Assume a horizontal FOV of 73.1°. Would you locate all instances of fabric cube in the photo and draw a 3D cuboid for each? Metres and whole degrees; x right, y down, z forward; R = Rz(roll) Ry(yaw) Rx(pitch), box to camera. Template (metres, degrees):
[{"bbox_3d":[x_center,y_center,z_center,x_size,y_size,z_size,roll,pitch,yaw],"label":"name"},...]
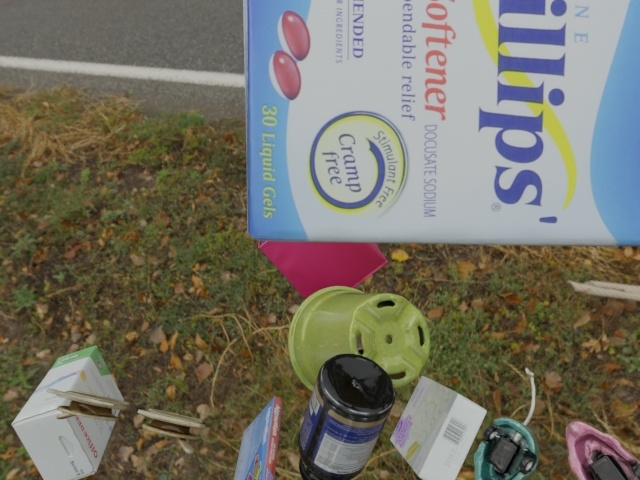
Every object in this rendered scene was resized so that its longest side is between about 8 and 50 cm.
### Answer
[{"bbox_3d":[0.000,0.000,1.258,0.254,0.258,0.259,-38,17,7],"label":"fabric cube"}]

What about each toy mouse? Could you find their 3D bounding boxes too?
[{"bbox_3d":[0.167,0.164,0.301,0.161,0.031,0.143,-32,47,40],"label":"toy mouse"}]

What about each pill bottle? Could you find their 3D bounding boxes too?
[{"bbox_3d":[0.032,0.302,0.697,0.122,0.219,0.123,12,29,-7],"label":"pill bottle"}]

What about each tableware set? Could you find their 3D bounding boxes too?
[{"bbox_3d":[-0.250,0.237,0.567,0.194,0.128,0.039,17,67,-8],"label":"tableware set"}]

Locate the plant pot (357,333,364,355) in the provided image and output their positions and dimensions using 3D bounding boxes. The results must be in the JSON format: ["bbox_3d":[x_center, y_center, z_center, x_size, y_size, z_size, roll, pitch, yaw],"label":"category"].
[{"bbox_3d":[0.131,0.393,1.465,0.166,0.167,0.165,-12,19,-3],"label":"plant pot"}]

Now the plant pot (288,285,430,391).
[{"bbox_3d":[0.095,0.218,0.945,0.275,0.254,0.276,5,74,-19],"label":"plant pot"}]

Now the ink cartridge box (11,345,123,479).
[{"bbox_3d":[-0.483,0.336,0.851,0.093,0.155,0.212,-17,20,-8],"label":"ink cartridge box"}]

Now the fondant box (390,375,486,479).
[{"bbox_3d":[0.334,0.553,1.280,0.096,0.330,0.238,30,80,2],"label":"fondant box"}]

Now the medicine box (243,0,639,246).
[{"bbox_3d":[0.096,-0.130,0.368,0.289,0.264,0.149,0,2,15],"label":"medicine box"}]

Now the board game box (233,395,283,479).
[{"bbox_3d":[-0.135,0.470,0.880,0.027,0.145,0.281,31,22,-13],"label":"board game box"}]
